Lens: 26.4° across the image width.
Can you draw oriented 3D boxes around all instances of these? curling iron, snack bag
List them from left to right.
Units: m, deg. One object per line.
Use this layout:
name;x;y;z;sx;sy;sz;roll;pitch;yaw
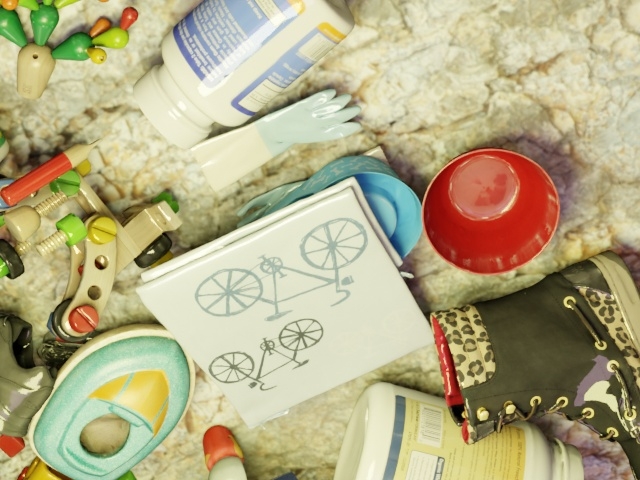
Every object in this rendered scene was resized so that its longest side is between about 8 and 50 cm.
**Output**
curling iron;-0.270;0.151;1.966;0.274;0.035;0.068;-4;135;-3
snack bag;-0.030;0.095;1.846;0.323;0.037;0.342;-26;131;9

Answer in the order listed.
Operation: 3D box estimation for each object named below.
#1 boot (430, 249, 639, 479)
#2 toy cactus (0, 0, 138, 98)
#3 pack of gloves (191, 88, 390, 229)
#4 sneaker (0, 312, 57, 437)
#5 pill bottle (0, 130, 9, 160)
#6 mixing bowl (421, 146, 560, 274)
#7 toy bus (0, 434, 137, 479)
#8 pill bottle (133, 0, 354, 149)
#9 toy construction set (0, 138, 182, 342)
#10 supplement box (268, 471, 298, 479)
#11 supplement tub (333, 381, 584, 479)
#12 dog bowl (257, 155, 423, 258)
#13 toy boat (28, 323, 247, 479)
boot;0.325;0.222;1.834;0.284;0.138;0.377;-13;82;-9
toy cactus;-0.356;-0.261;1.754;0.219;0.112;0.180;11;124;-14
pack of gloves;-0.033;-0.106;1.851;0.232;0.046;0.195;-22;127;8
sneaker;-0.469;0.137;1.885;0.286;0.109;0.130;44;98;15
pill bottle;-0.508;-0.176;1.775;0.117;0.117;0.208;-26;111;11
mixing bowl;0.223;-0.054;1.832;0.181;0.098;0.181;0;113;0
toy bus;-0.382;0.354;2.016;0.191;0.104;0.202;-10;114;5
pill bottle;-0.103;-0.242;1.723;0.272;0.152;0.152;-38;108;16
toy construction set;-0.301;-0.042;1.764;0.237;0.309;0.257;-36;79;-24
supplement box;-0.124;0.528;1.952;0.194;0.195;0.356;52;134;23
supplement tub;0.192;0.345;1.938;0.316;0.228;0.228;16;113;-6
dog bowl;0.000;0.000;1.855;0.297;0.074;0.166;-39;123;16
toy boat;-0.231;0.263;1.917;0.318;0.148;0.267;32;104;-26
